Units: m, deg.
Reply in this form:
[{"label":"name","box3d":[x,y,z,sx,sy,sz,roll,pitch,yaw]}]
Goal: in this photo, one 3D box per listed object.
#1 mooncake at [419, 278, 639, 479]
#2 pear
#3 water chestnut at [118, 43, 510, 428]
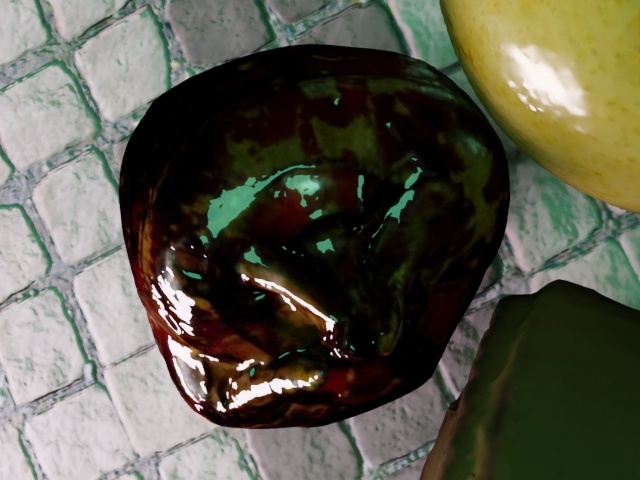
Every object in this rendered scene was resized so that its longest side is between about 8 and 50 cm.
[{"label":"mooncake","box3d":[0.173,0.235,1.094,0.246,0.393,0.394,15,53,15]},{"label":"pear","box3d":[0.245,-0.177,1.024,0.348,0.348,0.348,0,89,16]},{"label":"water chestnut","box3d":[0.000,0.000,1.125,0.289,0.289,0.244,-34,69,12]}]
